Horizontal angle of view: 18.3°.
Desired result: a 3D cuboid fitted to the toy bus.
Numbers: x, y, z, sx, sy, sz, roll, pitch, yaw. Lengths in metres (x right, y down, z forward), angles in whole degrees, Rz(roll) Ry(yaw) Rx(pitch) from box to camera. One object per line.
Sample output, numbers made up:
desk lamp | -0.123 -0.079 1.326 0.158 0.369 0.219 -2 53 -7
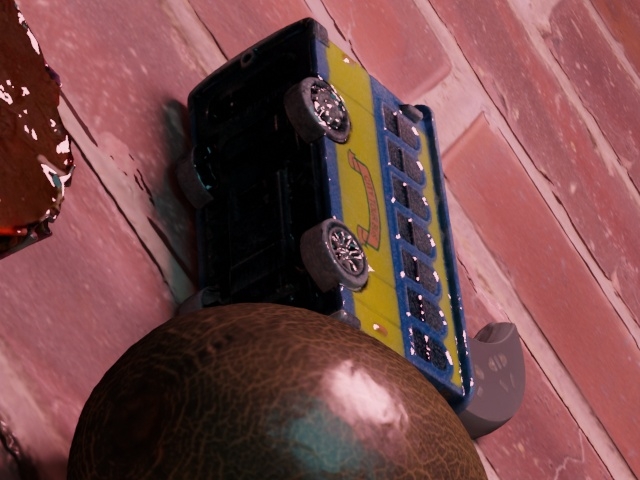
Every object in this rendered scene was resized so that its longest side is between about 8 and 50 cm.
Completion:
toy bus | 0.000 0.000 1.560 0.190 0.152 0.312 33 38 -40

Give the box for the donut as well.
donut | -0.270 -0.096 1.253 0.270 0.103 0.269 42 33 -36

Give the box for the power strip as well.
power strip | 0.096 0.087 1.742 0.253 0.054 0.167 35 35 -41

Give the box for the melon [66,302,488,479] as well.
melon | -0.020 0.169 1.267 0.302 0.237 0.237 34 37 -43
